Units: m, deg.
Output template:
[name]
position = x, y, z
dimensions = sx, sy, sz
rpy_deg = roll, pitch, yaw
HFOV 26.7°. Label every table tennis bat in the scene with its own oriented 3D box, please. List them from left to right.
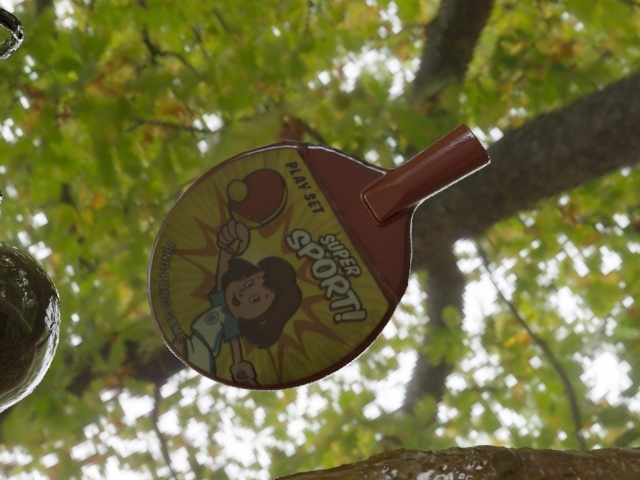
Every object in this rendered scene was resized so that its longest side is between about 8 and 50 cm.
[table tennis bat]
position = 0.000, 0.000, 1.124
dimensions = 0.310, 0.200, 0.038
rpy_deg = -32, -3, 1

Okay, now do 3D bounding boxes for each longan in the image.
[longan]
position = -0.372, 0.095, 1.367
dimensions = 0.220, 0.196, 0.196
rpy_deg = -22, -32, -2

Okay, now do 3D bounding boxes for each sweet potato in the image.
[sweet potato]
position = 0.099, 0.158, 0.733
dimensions = 0.342, 0.092, 0.114
rpy_deg = 2, -22, -14

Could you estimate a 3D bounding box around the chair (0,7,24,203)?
[chair]
position = -0.268, -0.228, 0.794
dimensions = 0.227, 0.401, 0.226
rpy_deg = 6, -13, 1
